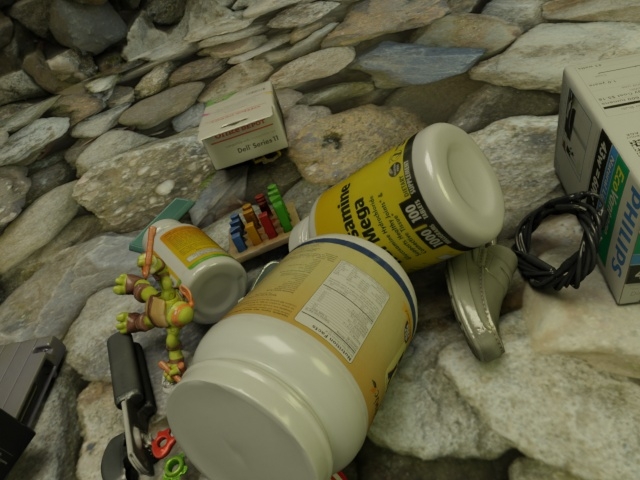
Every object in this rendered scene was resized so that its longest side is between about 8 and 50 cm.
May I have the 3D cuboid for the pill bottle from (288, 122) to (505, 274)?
[{"bbox_3d":[0.103,-0.030,0.782,0.334,0.188,0.188,-29,29,43],"label":"pill bottle"}]

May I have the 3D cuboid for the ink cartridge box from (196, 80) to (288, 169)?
[{"bbox_3d":[-0.203,-0.305,1.291,0.207,0.119,0.353,-18,31,4],"label":"ink cartridge box"}]

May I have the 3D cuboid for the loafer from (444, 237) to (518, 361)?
[{"bbox_3d":[0.260,0.046,0.774,0.111,0.112,0.319,-15,40,19],"label":"loafer"}]

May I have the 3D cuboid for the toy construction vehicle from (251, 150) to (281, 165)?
[{"bbox_3d":[-0.159,-0.233,1.307,0.098,0.035,0.086,-21,31,-3],"label":"toy construction vehicle"}]

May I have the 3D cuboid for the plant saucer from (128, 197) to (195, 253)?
[{"bbox_3d":[-0.396,-0.042,1.203,0.067,0.018,0.192,11,49,31],"label":"plant saucer"}]

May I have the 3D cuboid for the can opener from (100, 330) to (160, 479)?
[{"bbox_3d":[-0.329,0.272,0.794,0.095,0.076,0.283,-28,41,-10],"label":"can opener"}]

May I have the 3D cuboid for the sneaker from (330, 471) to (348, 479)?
[{"bbox_3d":[-0.059,0.334,0.630,0.221,0.087,0.128,9,39,14],"label":"sneaker"}]

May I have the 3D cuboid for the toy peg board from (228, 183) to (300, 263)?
[{"bbox_3d":[-0.131,-0.045,1.024,0.160,0.079,0.161,-23,28,0],"label":"toy peg board"}]

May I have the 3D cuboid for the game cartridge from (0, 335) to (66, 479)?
[{"bbox_3d":[-0.620,0.343,0.849,0.230,0.068,0.355,-15,41,12],"label":"game cartridge"}]

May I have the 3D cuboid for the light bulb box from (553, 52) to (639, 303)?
[{"bbox_3d":[0.596,-0.122,0.734,0.358,0.225,0.361,-7,43,14],"label":"light bulb box"}]

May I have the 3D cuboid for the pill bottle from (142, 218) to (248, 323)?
[{"bbox_3d":[-0.261,0.048,0.960,0.136,0.136,0.245,-38,44,-19],"label":"pill bottle"}]

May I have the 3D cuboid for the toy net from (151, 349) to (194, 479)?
[{"bbox_3d":[-0.213,0.273,0.771,0.122,0.045,0.232,-30,40,-12],"label":"toy net"}]

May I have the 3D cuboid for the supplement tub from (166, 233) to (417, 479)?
[{"bbox_3d":[-0.020,0.152,0.629,0.228,0.228,0.316,6,30,27],"label":"supplement tub"}]

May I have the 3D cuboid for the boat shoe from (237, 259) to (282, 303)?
[{"bbox_3d":[-0.096,0.139,0.824,0.116,0.099,0.319,-7,43,16],"label":"boat shoe"}]

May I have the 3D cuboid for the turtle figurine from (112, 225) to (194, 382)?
[{"bbox_3d":[-0.270,0.102,0.804,0.217,0.269,0.087,2,18,45],"label":"turtle figurine"}]

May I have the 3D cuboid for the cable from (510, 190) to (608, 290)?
[{"bbox_3d":[0.372,0.006,0.764,0.047,0.184,0.150,9,80,-16],"label":"cable"}]

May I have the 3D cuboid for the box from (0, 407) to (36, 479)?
[{"bbox_3d":[-0.671,0.351,0.683,0.343,0.179,0.312,2,47,23],"label":"box"}]
